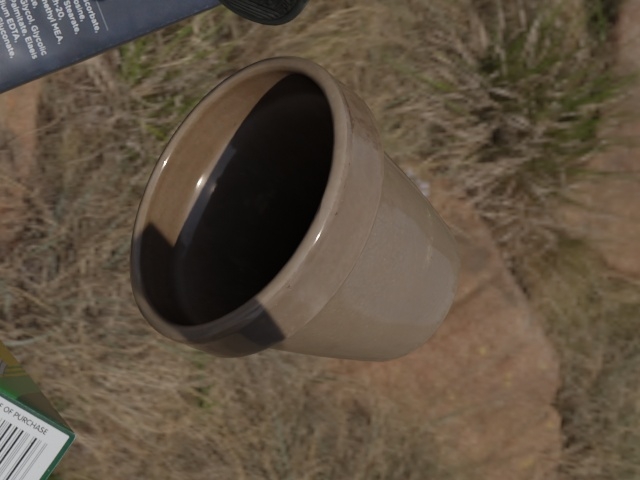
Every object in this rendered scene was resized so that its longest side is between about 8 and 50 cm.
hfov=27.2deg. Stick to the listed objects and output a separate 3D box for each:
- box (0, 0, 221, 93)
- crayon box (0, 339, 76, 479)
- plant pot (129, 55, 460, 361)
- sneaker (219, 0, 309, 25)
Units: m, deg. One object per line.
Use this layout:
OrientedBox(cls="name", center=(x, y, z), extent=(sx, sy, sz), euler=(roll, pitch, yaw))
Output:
OrientedBox(cls="box", center=(-0.424, -0.319, 1.542), extent=(0.472, 0.480, 0.297), euler=(-27, 106, -21))
OrientedBox(cls="crayon box", center=(-0.419, 0.072, 1.143), extent=(0.363, 0.313, 0.106), euler=(37, 86, -28))
OrientedBox(cls="plant pot", center=(0.000, 0.000, 1.171), extent=(0.229, 0.263, 0.263), euler=(27, 75, -38))
OrientedBox(cls="sneaker", center=(-0.014, -0.301, 0.889), extent=(0.124, 0.295, 0.178), euler=(22, 55, 11))
